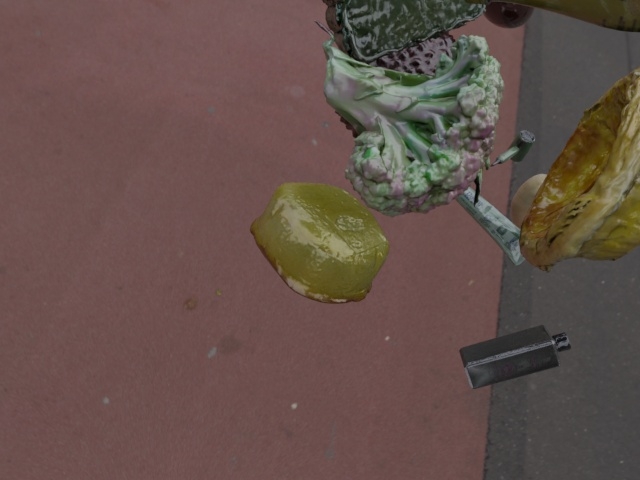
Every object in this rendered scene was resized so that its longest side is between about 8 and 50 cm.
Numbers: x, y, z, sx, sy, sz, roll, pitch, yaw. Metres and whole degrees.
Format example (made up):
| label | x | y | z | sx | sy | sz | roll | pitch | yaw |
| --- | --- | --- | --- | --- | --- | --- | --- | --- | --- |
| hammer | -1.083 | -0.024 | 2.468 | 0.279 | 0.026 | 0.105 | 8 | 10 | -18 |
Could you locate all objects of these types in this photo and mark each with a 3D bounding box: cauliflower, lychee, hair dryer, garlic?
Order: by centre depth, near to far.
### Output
| label | x | y | z | sx | sy | sz | roll | pitch | yaw |
| --- | --- | --- | --- | --- | --- | --- | --- | --- | --- |
| cauliflower | 0.095 | -0.158 | 0.738 | 0.315 | 0.256 | 0.239 | 36 | 90 | 0 |
| hair dryer | 0.434 | -0.670 | 1.250 | 0.123 | 0.312 | 0.341 | 22 | 93 | 33 |
| lychee | 0.179 | -0.352 | 1.295 | 0.330 | 0.306 | 0.306 | -12 | 64 | -26 |
| hair dryer | 0.459 | -0.213 | 1.389 | 0.150 | 0.071 | 0.047 | -30 | 65 | -30 |
| garlic | 0.669 | -0.115 | 1.511 | 0.249 | 0.286 | 0.313 | 36 | 31 | 18 |

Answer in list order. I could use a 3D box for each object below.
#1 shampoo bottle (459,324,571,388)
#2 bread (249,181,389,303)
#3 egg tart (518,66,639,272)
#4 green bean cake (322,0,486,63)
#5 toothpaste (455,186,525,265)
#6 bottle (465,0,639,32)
| label | x | y | z | sx | sy | sz | roll | pitch | yaw |
| --- | --- | --- | --- | --- | --- | --- | --- | --- | --- |
| shampoo bottle | 0.458 | 0.270 | 1.335 | 0.245 | 0.080 | 0.079 | -19 | 22 | 11 |
| bread | 0.000 | 0.000 | 1.106 | 0.269 | 0.148 | 0.270 | 21 | 31 | -14 |
| egg tart | 0.481 | -0.100 | 0.939 | 0.168 | 0.388 | 0.388 | 32 | 57 | 8 |
| green bean cake | 0.109 | -0.428 | 0.886 | 0.240 | 0.132 | 0.255 | -23 | 109 | 2 |
| toothpaste | 0.350 | -0.045 | 1.176 | 0.064 | 0.041 | 0.218 | -47 | 71 | 13 |
| bottle | 0.267 | -0.236 | 0.519 | 0.269 | 0.083 | 0.083 | 13 | 54 | 23 |
